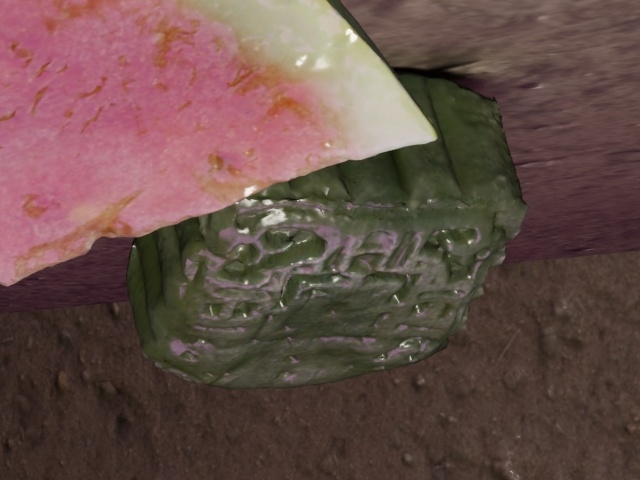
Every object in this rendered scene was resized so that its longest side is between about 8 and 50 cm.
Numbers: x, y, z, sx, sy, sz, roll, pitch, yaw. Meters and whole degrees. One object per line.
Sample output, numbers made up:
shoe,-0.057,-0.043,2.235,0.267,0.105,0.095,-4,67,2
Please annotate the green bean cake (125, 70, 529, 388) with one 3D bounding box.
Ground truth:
green bean cake,0.000,0.000,0.939,0.223,0.125,0.227,-2,148,-21

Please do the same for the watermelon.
watermelon,-0.123,-0.065,0.420,0.260,0.176,0.256,-21,-176,-3
